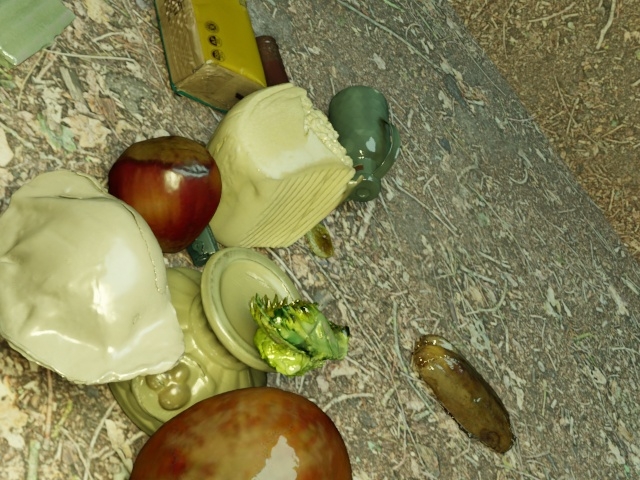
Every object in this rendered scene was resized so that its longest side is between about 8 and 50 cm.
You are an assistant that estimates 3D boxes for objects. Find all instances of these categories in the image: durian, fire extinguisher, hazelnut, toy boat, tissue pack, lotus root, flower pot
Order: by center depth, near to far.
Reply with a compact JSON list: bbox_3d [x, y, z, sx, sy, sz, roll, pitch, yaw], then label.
[{"bbox_3d":[-0.116,0.376,1.493,0.365,0.365,0.366,32,39,-31],"label":"hazelnut"},{"bbox_3d":[-0.041,0.134,1.556,0.375,0.106,0.132,26,49,-70],"label":"durian"},{"bbox_3d":[-0.176,0.154,1.701,0.307,0.244,0.308,32,38,-30],"label":"flower pot"},{"bbox_3d":[-0.265,-0.077,1.860,0.208,0.208,0.208,32,39,-31],"label":"hazelnut"},{"bbox_3d":[-0.231,-0.024,1.956,0.141,0.055,0.060,65,10,16],"label":"toy boat"},{"bbox_3d":[-0.227,-0.415,2.231,0.192,0.134,0.271,16,50,-46],"label":"tissue pack"},{"bbox_3d":[0.336,0.335,2.353,0.329,0.078,0.167,46,36,-14],"label":"lotus root"},{"bbox_3d":[-0.097,-0.327,2.387,0.089,0.072,0.268,64,7,-65],"label":"fire extinguisher"}]

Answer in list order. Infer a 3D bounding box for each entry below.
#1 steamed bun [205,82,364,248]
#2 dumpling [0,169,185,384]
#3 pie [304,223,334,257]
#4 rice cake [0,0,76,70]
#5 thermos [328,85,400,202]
[{"bbox_3d":[-0.119,-0.150,2.031,0.273,0.290,0.272,-7,53,-45],"label":"steamed bun"},{"bbox_3d":[-0.351,0.051,1.524,0.260,0.181,0.341,-15,85,-33],"label":"dumpling"},{"bbox_3d":[0.000,0.000,2.265,0.084,0.020,0.084,33,40,-32],"label":"pie"},{"bbox_3d":[-0.528,-0.391,1.907,0.127,0.043,0.237,47,35,-16],"label":"rice cake"},{"bbox_3d":[0.105,-0.221,2.449,0.145,0.182,0.287,32,38,-34],"label":"thermos"}]
